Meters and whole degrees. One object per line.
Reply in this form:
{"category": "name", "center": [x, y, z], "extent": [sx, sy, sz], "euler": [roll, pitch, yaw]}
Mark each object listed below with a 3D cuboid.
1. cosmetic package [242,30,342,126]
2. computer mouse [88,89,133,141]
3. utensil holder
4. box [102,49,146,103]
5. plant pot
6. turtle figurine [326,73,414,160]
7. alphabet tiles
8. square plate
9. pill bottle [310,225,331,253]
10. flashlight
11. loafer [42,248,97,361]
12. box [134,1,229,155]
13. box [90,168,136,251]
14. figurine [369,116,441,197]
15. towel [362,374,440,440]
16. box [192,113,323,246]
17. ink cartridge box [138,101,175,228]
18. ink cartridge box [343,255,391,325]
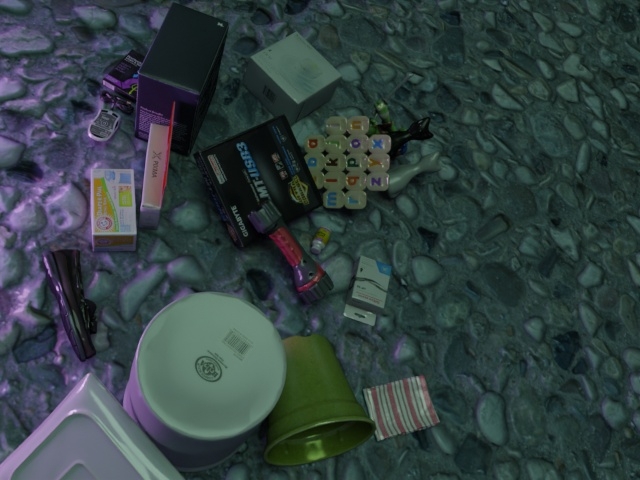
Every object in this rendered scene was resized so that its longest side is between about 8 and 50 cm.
{"category": "cosmetic package", "center": [-0.093, -0.533, 2.017], "extent": [0.224, 0.138, 0.224], "euler": [45, 57, 7]}
{"category": "computer mouse", "center": [-0.628, -0.354, 1.793], "extent": [0.105, 0.042, 0.193], "euler": [23, 53, -12]}
{"category": "utensil holder", "center": [-0.268, 0.325, 1.363], "extent": [0.327, 0.385, 0.328], "euler": [8, 62, -15]}
{"category": "box", "center": [-0.581, -0.513, 1.897], "extent": [0.116, 0.029, 0.162], "euler": [30, 57, -3]}
{"category": "plant pot", "center": [-0.032, 0.383, 1.511], "extent": [0.275, 0.276, 0.254], "euler": [-4, 53, -21]}
{"category": "turtle figurine", "center": [0.156, -0.399, 1.999], "extent": [0.266, 0.198, 0.275], "euler": [-10, 111, -15]}
{"category": "alphabet tiles", "center": [0.080, -0.239, 1.876], "extent": [0.277, 0.021, 0.285], "euler": [2, 91, 19]}
{"category": "square plate", "center": [-0.486, 0.516, 1.266], "extent": [0.344, 0.049, 0.347], "euler": [-45, 82, 8]}
{"category": "pill bottle", "center": [0.000, 0.000, 1.825], "extent": [0.043, 0.043, 0.083], "euler": [28, 58, -4]}
{"category": "flashlight", "center": [-0.086, 0.033, 1.694], "extent": [0.103, 0.103, 0.304], "euler": [-41, 103, -22]}
{"category": "loafer", "center": [-0.599, 0.147, 1.506], "extent": [0.095, 0.109, 0.303], "euler": [-17, 68, -30]}
{"category": "box", "center": [-0.407, -0.466, 1.778], "extent": [0.182, 0.294, 0.297], "euler": [19, 59, -10]}
{"category": "box", "center": [-0.556, -0.080, 1.637], "extent": [0.114, 0.103, 0.203], "euler": [-2, 64, -20]}
{"category": "figurine", "center": [0.277, -0.266, 1.940], "extent": [0.209, 0.215, 0.092], "euler": [-25, 38, 0]}
{"category": "towel", "center": [0.221, 0.456, 1.675], "extent": [0.196, 0.029, 0.144], "euler": [-7, 66, -22]}
{"category": "box", "center": [-0.174, -0.174, 1.761], "extent": [0.293, 0.073, 0.296], "euler": [-29, 102, -27]}
{"category": "ink cartridge box", "center": [-0.447, -0.204, 1.659], "extent": [0.060, 0.239, 0.275], "euler": [7, 62, -16]}
{"category": "ink cartridge box", "center": [0.139, 0.147, 1.788], "extent": [0.104, 0.060, 0.180], "euler": [20, 59, -9]}
